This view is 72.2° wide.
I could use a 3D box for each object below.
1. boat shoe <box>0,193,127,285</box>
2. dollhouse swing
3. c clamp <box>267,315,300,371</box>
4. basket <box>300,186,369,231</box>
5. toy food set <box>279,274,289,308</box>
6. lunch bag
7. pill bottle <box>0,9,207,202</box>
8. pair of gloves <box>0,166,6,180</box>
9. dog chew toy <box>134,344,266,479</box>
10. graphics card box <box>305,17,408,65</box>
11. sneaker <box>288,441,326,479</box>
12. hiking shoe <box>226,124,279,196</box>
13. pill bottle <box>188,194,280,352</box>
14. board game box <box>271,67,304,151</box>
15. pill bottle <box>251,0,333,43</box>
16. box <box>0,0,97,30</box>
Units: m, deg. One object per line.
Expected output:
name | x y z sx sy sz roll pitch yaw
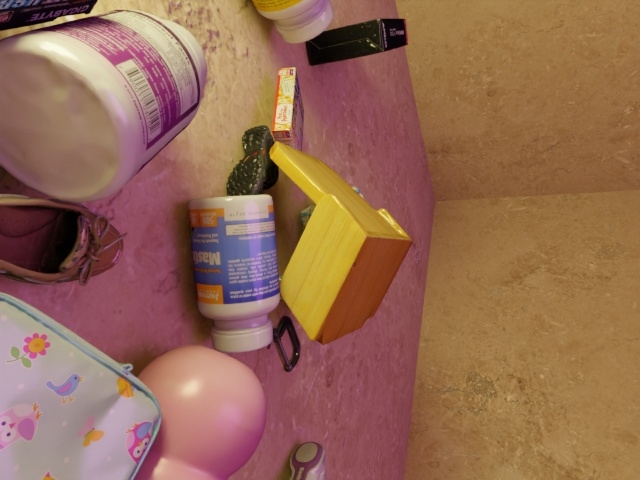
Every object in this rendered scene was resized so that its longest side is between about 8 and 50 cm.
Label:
boat shoe | -0.308 0.003 0.481 0.285 0.089 0.105 19 81 -75
dollhouse swing | 0.000 0.000 0.985 0.315 0.305 0.347 -64 158 11
c clamp | -0.089 0.268 1.105 0.137 0.022 0.161 -70 148 -50
basket | 0.074 0.010 1.262 0.255 0.201 0.289 -45 121 -59
toy food set | -0.041 0.142 1.094 0.232 0.111 0.105 -3 104 -54
lunch bag | -0.309 0.194 0.444 0.279 0.107 0.224 56 38 -35
pill bottle | -0.248 -0.187 0.545 0.301 0.169 0.169 -80 157 -56
pair of gloves | -0.397 -0.110 0.383 0.240 0.042 0.204 54 41 -54
dog chew toy | -0.210 0.322 0.611 0.207 0.206 0.332 60 44 -48
graphics card box | 0.128 -0.630 1.383 0.371 0.232 0.094 -50 134 -58
sneaker | -0.049 0.640 1.054 0.305 0.114 0.152 -39 123 -61
hiking shoe | -0.128 -0.137 0.947 0.114 0.086 0.227 51 43 -50
pill bottle | -0.153 0.056 0.800 0.152 0.152 0.272 -15 103 -66
board game box | -0.074 -0.290 1.058 0.147 0.045 0.194 77 14 -61
pill bottle | -0.093 -0.604 0.927 0.334 0.187 0.188 54 41 -53
box | -0.362 -0.297 0.317 0.295 0.073 0.293 55 34 -18
